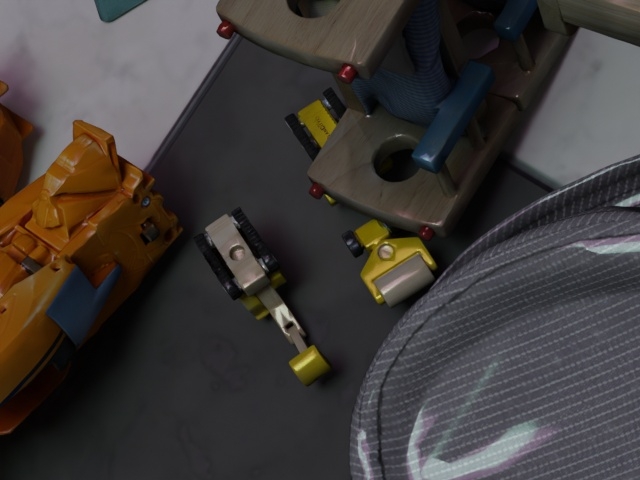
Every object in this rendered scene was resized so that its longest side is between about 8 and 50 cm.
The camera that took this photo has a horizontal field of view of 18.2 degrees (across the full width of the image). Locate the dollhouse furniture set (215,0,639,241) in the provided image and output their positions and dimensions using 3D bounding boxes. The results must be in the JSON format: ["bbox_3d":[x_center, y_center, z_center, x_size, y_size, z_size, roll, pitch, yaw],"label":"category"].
[{"bbox_3d":[0.083,-0.068,0.721,0.184,0.129,0.129,23,71,28],"label":"dollhouse furniture set"}]

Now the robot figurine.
[{"bbox_3d":[-0.209,0.052,0.830,0.211,0.085,0.291,31,69,37],"label":"robot figurine"}]

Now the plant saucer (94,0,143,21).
[{"bbox_3d":[-0.104,-0.196,0.940,0.067,0.018,0.192,-29,63,17],"label":"plant saucer"}]

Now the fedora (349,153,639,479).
[{"bbox_3d":[0.120,0.065,0.673,0.275,0.124,0.243,-15,67,22],"label":"fedora"}]

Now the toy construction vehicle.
[{"bbox_3d":[0.000,0.000,0.815,0.086,0.035,0.098,-36,63,0],"label":"toy construction vehicle"}]

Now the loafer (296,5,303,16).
[{"bbox_3d":[0.039,-0.160,0.829,0.170,0.062,0.061,-25,59,17],"label":"loafer"}]
